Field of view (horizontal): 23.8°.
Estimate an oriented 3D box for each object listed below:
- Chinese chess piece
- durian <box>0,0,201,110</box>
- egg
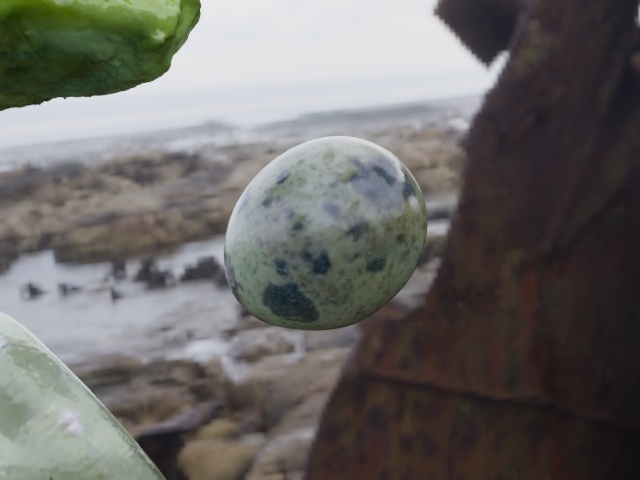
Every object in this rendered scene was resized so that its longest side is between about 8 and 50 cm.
[{"bbox_3d":[-0.217,0.169,1.202,0.101,0.250,0.250,-44,17,-16],"label":"Chinese chess piece"},{"bbox_3d":[-0.209,-0.154,1.112,0.250,0.139,0.101,-8,35,17],"label":"durian"},{"bbox_3d":[0.000,0.000,1.167,0.181,0.141,0.141,-37,-14,34],"label":"egg"}]
